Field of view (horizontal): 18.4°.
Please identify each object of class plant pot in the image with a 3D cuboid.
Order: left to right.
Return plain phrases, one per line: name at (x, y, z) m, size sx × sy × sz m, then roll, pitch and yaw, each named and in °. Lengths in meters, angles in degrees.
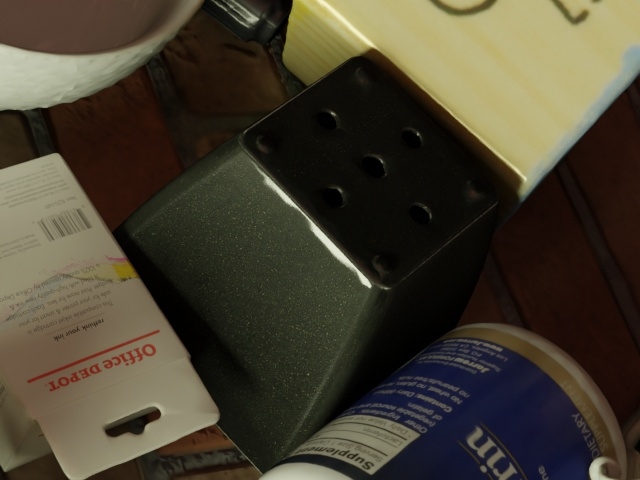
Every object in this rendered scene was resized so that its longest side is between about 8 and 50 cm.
plant pot at (0.000, 0.000, 1.218) m, size 0.187 × 0.167 × 0.188 m, roll 46°, pitch 48°, yaw 8°

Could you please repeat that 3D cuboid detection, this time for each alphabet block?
alphabet block at (0.110, -0.142, 1.320) m, size 0.197 × 0.193 × 0.192 m, roll 43°, pitch 79°, yaw 4°

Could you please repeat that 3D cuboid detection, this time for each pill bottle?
pill bottle at (0.046, 0.169, 1.130) m, size 0.153 × 0.153 × 0.265 m, roll 47°, pitch 50°, yaw 9°

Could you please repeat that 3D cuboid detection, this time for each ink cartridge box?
ink cartridge box at (-0.159, 0.056, 1.158) m, size 0.115 × 0.067 × 0.198 m, roll -20°, pitch 67°, yaw -36°

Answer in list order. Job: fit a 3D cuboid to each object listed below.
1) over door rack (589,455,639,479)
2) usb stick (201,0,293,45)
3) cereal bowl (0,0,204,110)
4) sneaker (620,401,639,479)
over door rack at (0.314, 0.205, 1.192) m, size 0.324 × 0.108 × 0.239 m, roll -14°, pitch 102°, yaw -21°
usb stick at (-0.134, -0.239, 1.398) m, size 0.278 × 0.045 × 0.077 m, roll 37°, pitch 41°, yaw 0°
cereal bowl at (-0.236, -0.220, 1.244) m, size 0.339 × 0.141 × 0.339 m, roll 20°, pitch 51°, yaw -27°
sneaker at (0.255, 0.124, 1.294) m, size 0.099 × 0.121 × 0.262 m, roll 45°, pitch 49°, yaw 7°
